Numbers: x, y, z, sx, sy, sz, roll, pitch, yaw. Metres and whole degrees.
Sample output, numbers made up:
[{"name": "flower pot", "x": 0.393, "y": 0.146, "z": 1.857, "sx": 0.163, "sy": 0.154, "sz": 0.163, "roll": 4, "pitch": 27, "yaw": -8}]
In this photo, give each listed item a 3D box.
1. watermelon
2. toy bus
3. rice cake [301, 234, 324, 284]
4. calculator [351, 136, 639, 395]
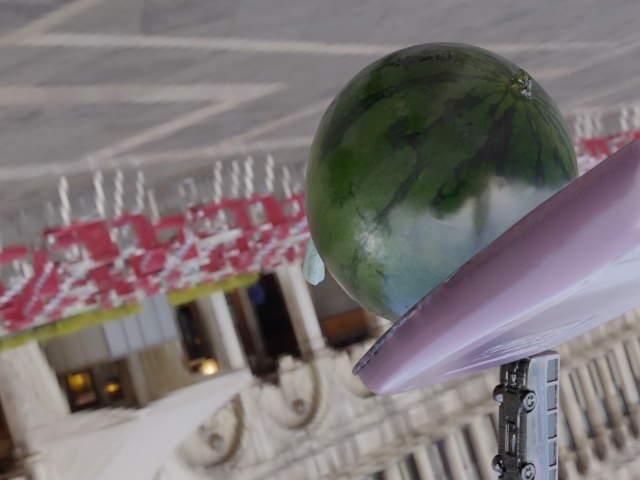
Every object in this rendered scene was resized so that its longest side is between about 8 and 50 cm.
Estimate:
[{"name": "watermelon", "x": 0.102, "y": -0.047, "z": 1.081, "sx": 0.242, "sy": 0.242, "sz": 0.242, "roll": -17, "pitch": 178, "yaw": -1}, {"name": "toy bus", "x": 0.170, "y": 0.153, "z": 1.039, "sx": 0.052, "sy": 0.130, "sz": 0.037, "roll": -6, "pitch": -171, "yaw": -39}, {"name": "rice cake", "x": 0.000, "y": 0.000, "z": 1.339, "sx": 0.021, "sy": 0.022, "sz": 0.121, "roll": -41, "pitch": 156, "yaw": -38}, {"name": "calculator", "x": 0.137, "y": 0.022, "z": 0.682, "sx": 0.194, "sy": 0.043, "sz": 0.294, "roll": -12, "pitch": 160, "yaw": -33}]
